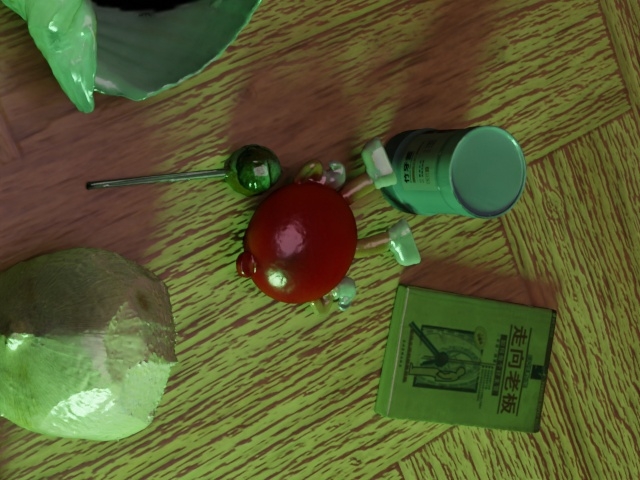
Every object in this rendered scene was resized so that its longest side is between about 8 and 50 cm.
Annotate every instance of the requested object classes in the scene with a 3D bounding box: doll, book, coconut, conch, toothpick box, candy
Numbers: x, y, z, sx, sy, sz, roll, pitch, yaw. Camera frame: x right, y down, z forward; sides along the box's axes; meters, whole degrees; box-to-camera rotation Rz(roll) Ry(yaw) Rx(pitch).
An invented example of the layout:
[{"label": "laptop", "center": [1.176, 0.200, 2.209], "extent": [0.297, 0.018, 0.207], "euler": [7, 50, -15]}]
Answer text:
[{"label": "doll", "center": [0.000, 0.000, 1.078], "extent": [0.217, 0.085, 0.183], "euler": [-28, 114, -25]}, {"label": "book", "center": [0.182, 0.148, 1.211], "extent": [0.231, 0.026, 0.161], "euler": [10, 89, -27]}, {"label": "coconut", "center": [-0.227, 0.096, 0.922], "extent": [0.194, 0.194, 0.194], "euler": [-2, 95, -26]}, {"label": "conch", "center": [-0.196, -0.302, 0.893], "extent": [0.303, 0.215, 0.319], "euler": [-8, 129, -20]}, {"label": "toothpick box", "center": [0.143, -0.076, 1.104], "extent": [0.101, 0.153, 0.101], "euler": [-2, 94, -27]}, {"label": "candy", "center": [-0.138, -0.066, 1.028], "extent": [0.203, 0.061, 0.061], "euler": [-7, 97, -17]}]
